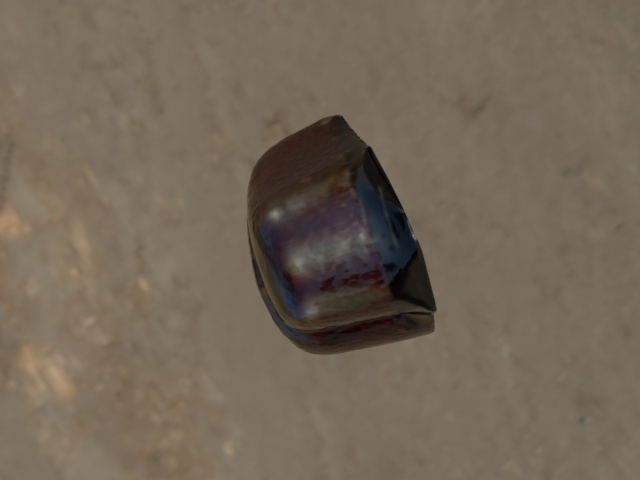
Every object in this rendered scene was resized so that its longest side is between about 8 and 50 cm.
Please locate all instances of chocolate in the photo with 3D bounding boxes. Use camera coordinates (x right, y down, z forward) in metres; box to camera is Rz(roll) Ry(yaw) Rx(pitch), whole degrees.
[{"bbox_3d":[0.000,0.000,0.971,0.148,0.080,0.125,77,168,-77],"label":"chocolate"}]
